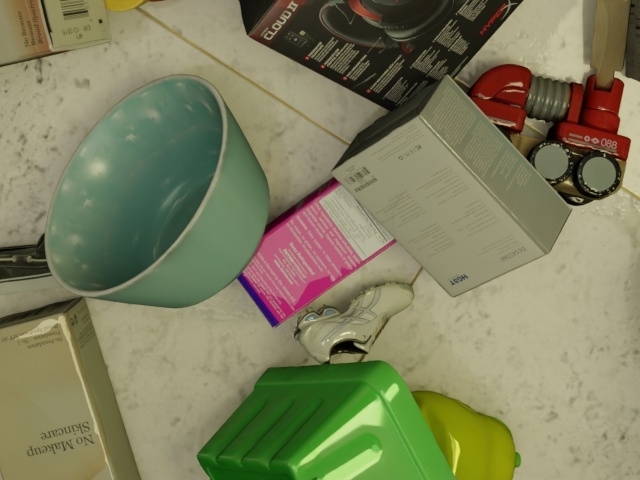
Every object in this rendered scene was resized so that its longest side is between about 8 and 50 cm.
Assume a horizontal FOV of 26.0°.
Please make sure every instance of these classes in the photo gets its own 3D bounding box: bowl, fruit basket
[{"bbox_3d":[-0.186,-0.037,1.761,0.311,0.311,0.163,-43,132,11],"label":"bowl"},{"bbox_3d":[0.080,0.270,1.782,0.392,0.392,0.283,-27,98,9],"label":"fruit basket"}]

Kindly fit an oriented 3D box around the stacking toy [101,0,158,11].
[{"bbox_3d":[-0.293,-0.447,1.791,0.279,0.130,0.309,1,99,31],"label":"stacking toy"}]

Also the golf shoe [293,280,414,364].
[{"bbox_3d":[0.056,0.115,1.827,0.176,0.069,0.086,-21,56,-18],"label":"golf shoe"}]

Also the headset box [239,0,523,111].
[{"bbox_3d":[0.058,-0.300,1.649,0.293,0.110,0.218,23,123,-30],"label":"headset box"}]

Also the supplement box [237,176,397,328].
[{"bbox_3d":[0.000,0.000,1.820,0.220,0.111,0.114,-34,96,9],"label":"supplement box"}]

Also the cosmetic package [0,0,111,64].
[{"bbox_3d":[-0.427,-0.289,1.740,0.296,0.129,0.153,-8,100,31],"label":"cosmetic package"}]

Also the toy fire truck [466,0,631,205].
[{"bbox_3d":[0.297,-0.188,1.756,0.217,0.158,0.246,14,84,-1],"label":"toy fire truck"}]

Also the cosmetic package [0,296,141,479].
[{"bbox_3d":[-0.364,0.250,1.898,0.160,0.113,0.310,-16,98,7],"label":"cosmetic package"}]

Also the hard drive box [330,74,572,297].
[{"bbox_3d":[0.158,-0.060,1.691,0.232,0.089,0.181,46,140,-13],"label":"hard drive box"}]

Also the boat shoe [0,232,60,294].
[{"bbox_3d":[-0.359,0.024,1.872,0.219,0.078,0.070,-10,101,8],"label":"boat shoe"}]

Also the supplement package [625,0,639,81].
[{"bbox_3d":[0.484,-0.258,1.653,0.204,0.262,0.145,0,101,5],"label":"supplement package"}]
